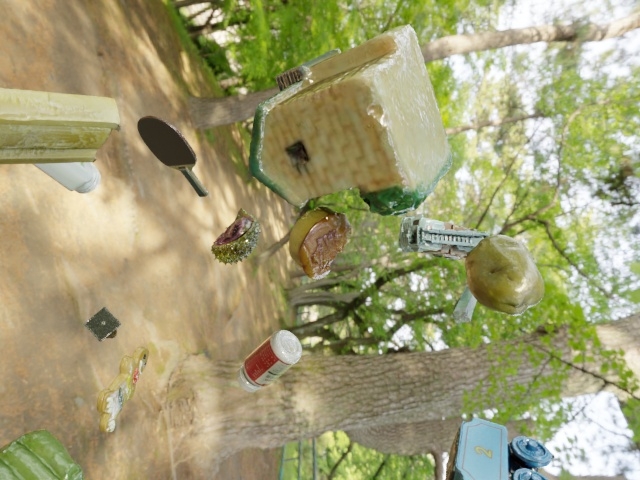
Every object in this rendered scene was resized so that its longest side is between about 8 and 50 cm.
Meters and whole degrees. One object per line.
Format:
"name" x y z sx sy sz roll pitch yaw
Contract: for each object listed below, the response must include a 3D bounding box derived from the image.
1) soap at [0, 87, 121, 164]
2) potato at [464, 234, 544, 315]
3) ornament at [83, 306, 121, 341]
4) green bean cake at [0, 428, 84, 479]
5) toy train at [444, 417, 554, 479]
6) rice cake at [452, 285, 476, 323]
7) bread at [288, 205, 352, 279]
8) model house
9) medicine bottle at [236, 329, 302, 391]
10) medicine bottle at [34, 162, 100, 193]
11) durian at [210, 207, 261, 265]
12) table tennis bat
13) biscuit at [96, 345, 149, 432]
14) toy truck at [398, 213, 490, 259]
"soap" -0.321 -0.102 0.432 0.252 0.092 0.037 -13 78 -49
"potato" 0.425 0.081 1.105 0.154 0.137 0.200 -54 -150 34
"ornament" -0.706 0.288 1.573 0.088 0.081 0.203 45 -20 5
"green bean cake" -0.452 0.415 0.662 0.222 0.125 0.248 -27 139 -59
"toy train" 0.467 0.635 1.251 0.300 0.265 0.188 -34 134 -65
"rice cake" 0.404 0.170 1.296 0.211 0.043 0.034 -32 103 -59
"bread" -0.007 -0.001 1.011 0.086 0.156 0.125 33 2 40
"model house" 0.045 -0.217 0.986 0.382 0.342 0.334 -51 124 -54
"medicine bottle" -0.186 0.434 1.683 0.131 0.250 0.131 35 27 -21
"medicine bottle" -0.860 -0.270 1.551 0.179 0.124 0.324 54 -4 19
"durian" -0.223 -0.001 1.392 0.119 0.108 0.186 52 51 -27
"table tennis bat" -0.427 -0.245 1.408 0.301 0.173 0.022 59 46 -39
"biscuit" -0.518 0.383 1.263 0.240 0.035 0.158 -72 175 -54
"toy truck" 0.427 -0.011 1.668 0.184 0.338 0.133 -2 -100 62
